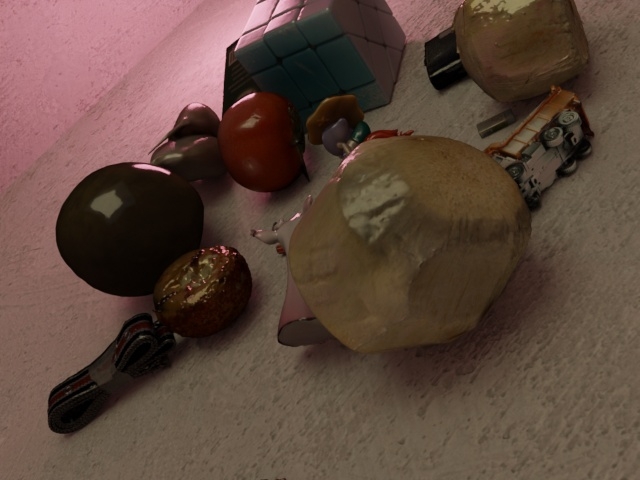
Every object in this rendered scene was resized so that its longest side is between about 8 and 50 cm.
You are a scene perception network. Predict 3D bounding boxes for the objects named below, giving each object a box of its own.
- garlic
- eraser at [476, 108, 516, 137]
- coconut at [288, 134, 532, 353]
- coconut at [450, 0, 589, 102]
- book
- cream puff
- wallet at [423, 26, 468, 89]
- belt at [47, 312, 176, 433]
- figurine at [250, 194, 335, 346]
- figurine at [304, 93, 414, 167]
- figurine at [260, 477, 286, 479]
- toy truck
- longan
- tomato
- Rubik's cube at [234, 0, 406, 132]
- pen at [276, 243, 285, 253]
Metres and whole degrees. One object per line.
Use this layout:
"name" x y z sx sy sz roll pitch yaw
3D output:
"garlic" -0.382 -0.273 2.346 0.246 0.231 0.340 -6 1 14
"eraser" 0.386 -0.258 1.849 0.083 0.019 0.038 -26 33 18
"coconut" 0.150 0.019 1.449 0.416 0.415 0.344 -25 53 20
"coconut" 0.421 -0.440 1.799 0.255 0.297 0.297 -19 37 24
"book" -0.208 -0.451 2.446 0.260 0.043 0.370 -24 59 49
"cream puff" -0.261 0.120 1.883 0.240 0.164 0.240 -14 41 12
"wallet" 0.369 -0.494 2.125 0.221 0.071 0.262 -30 30 21
"belt" -0.482 0.303 1.906 0.360 0.126 0.094 -38 44 8
"figurine" -0.018 0.052 1.691 0.207 0.284 0.315 -14 67 26
"figurine" 0.096 -0.196 1.903 0.257 0.208 0.181 61 140 29
"figurine" -0.119 0.455 1.429 0.143 0.068 0.101 -7 49 15
"toy truck" 0.414 -0.171 1.630 0.270 0.114 0.135 -44 37 -10
"longan" -0.464 -0.030 2.096 0.405 0.336 0.404 -24 5 2
"tomato" -0.143 -0.250 2.145 0.225 0.255 0.255 -13 38 10
"Rubik's cube" 0.008 -0.530 2.273 0.316 0.322 0.318 -14 41 30
"pen" 0.000 0.000 1.898 0.239 0.028 0.028 -12 41 34
